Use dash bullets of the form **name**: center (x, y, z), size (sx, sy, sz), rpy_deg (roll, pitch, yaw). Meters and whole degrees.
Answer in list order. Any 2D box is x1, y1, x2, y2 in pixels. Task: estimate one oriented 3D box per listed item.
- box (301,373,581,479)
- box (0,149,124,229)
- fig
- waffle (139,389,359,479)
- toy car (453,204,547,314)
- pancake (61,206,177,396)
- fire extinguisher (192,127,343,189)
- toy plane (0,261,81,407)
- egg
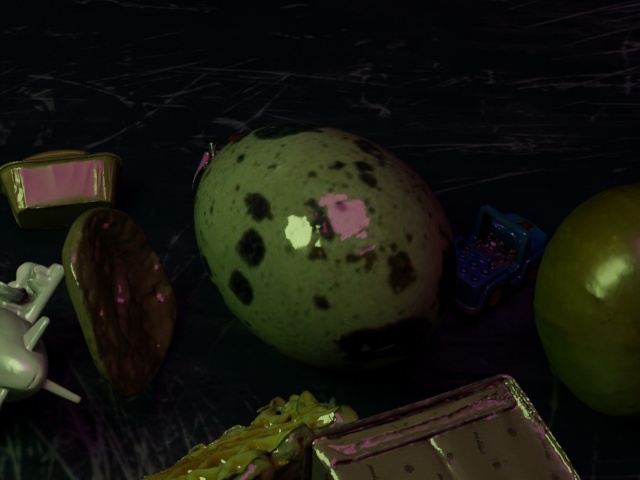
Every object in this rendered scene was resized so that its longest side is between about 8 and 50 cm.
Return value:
- **box**: center (0.114, 0.315, 1.180), size (0.225, 0.297, 0.190), rpy_deg (-16, 53, -18)
- **box**: center (-0.363, -0.078, 1.649), size (0.177, 0.111, 0.111), rpy_deg (-8, 48, -12)
- **fig**: center (0.403, 0.062, 1.461), size (0.316, 0.316, 0.316), rpy_deg (2, 47, -2)
- **waffle**: center (-0.108, 0.253, 1.256), size (0.297, 0.317, 0.073), rpy_deg (-27, 90, -19)
- **toy car**: center (0.233, 0.016, 1.600), size (0.191, 0.100, 0.097), rpy_deg (-29, 51, -33)
- **pancake**: center (-0.249, 0.078, 1.432), size (0.050, 0.242, 0.242), rpy_deg (-14, 43, 19)
- **fire extinguisher**: center (-0.077, -0.113, 1.730), size (0.231, 0.071, 0.099), rpy_deg (-6, 75, -8)
- **toy plane**: center (-0.373, 0.140, 1.380), size (0.122, 0.267, 0.267), rpy_deg (35, 39, -28)
- **egg**: center (0.000, 0.000, 1.470), size (0.287, 0.287, 0.379), rpy_deg (-31, 59, -29)
